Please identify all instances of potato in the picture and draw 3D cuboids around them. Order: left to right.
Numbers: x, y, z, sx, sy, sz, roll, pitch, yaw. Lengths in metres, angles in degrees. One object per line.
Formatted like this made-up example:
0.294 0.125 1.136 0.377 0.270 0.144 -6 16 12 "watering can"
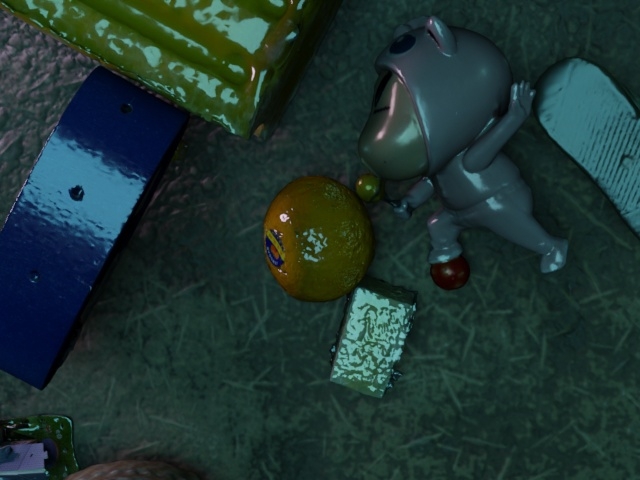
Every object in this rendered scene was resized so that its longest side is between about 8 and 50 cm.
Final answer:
0.056 0.106 1.312 0.086 0.061 0.122 18 98 6 "potato"

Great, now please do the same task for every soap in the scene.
-0.141 -0.303 1.265 0.335 0.156 0.293 28 95 7 "soap"

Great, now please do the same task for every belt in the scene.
-0.261 -0.011 1.268 0.117 0.212 0.347 28 111 -6 "belt"

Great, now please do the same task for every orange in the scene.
-0.001 -0.002 1.279 0.135 0.117 0.136 26 123 47 "orange"

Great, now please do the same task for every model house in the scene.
-0.369 0.265 1.385 0.167 0.088 0.117 -3 94 10 "model house"

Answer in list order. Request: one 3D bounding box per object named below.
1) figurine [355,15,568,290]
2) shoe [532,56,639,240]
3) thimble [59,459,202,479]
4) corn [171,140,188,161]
0.130 -0.083 1.233 0.186 0.176 0.287 -25 104 -10 "figurine"
0.330 -0.079 1.230 0.103 0.098 0.275 -43 89 18 "shoe"
-0.224 0.355 1.316 0.229 0.148 0.196 -12 105 -2 "thimble"
-0.193 -0.115 1.349 0.092 0.037 0.037 24 98 8 "corn"
